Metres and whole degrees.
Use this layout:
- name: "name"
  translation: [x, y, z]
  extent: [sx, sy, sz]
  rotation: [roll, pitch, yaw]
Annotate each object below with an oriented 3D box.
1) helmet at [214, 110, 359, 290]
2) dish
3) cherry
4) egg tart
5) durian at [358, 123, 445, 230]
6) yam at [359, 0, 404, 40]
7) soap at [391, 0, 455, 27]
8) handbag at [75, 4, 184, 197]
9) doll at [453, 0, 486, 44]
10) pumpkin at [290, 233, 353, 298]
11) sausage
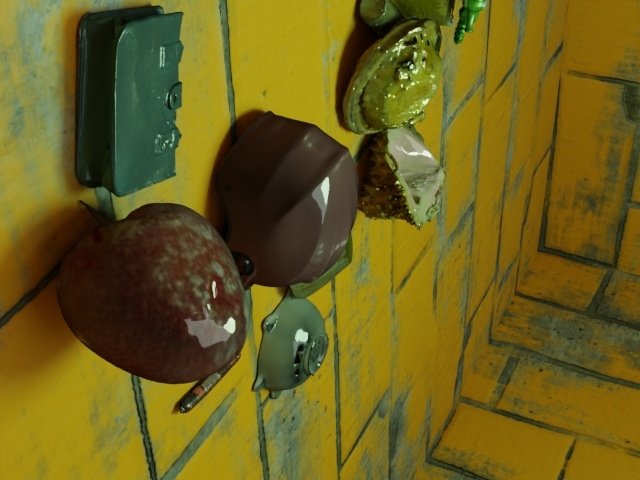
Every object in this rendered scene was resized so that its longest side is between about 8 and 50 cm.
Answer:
- name: "helmet"
  translation: [-0.039, -0.047, 1.639]
  extent: [0.271, 0.197, 0.338]
  rotation: [-50, 147, -50]
- name: "dish"
  translation: [-0.045, 0.220, 1.936]
  extent: [0.228, 0.086, 0.236]
  rotation: [-50, 147, -45]
- name: "cherry"
  translation: [-0.218, 0.058, 1.253]
  extent: [0.236, 0.285, 0.213]
  rotation: [-42, 178, -36]
- name: "egg tart"
  translation: [0.168, -0.317, 1.957]
  extent: [0.291, 0.107, 0.291]
  rotation: [-39, 155, -23]
- name: "durian"
  translation: [0.171, -0.170, 2.126]
  extent: [0.305, 0.185, 0.195]
  rotation: [-54, 131, -49]
- name: "yam"
  translation: [0.165, -0.423, 2.023]
  extent: [0.371, 0.083, 0.083]
  rotation: [26, 80, -66]
- name: "soap"
  translation: [0.194, -0.492, 1.894]
  extent: [0.338, 0.169, 0.304]
  rotation: [-63, 156, -52]
- name: "handbag"
  translation: [-0.236, -0.181, 1.254]
  extent: [0.179, 0.062, 0.229]
  rotation: [-31, 133, -59]
- name: "doll"
  translation: [0.312, -0.478, 2.038]
  extent: [0.190, 0.050, 0.115]
  rotation: [104, 3, -78]
- name: "pumpkin"
  translation: [0.013, 0.003, 1.893]
  extent: [0.217, 0.110, 0.217]
  rotation: [-2, 90, -67]
- name: "sausage"
  translation: [-0.190, 0.241, 1.689]
  extent: [0.028, 0.025, 0.198]
  rotation: [62, 38, -15]
